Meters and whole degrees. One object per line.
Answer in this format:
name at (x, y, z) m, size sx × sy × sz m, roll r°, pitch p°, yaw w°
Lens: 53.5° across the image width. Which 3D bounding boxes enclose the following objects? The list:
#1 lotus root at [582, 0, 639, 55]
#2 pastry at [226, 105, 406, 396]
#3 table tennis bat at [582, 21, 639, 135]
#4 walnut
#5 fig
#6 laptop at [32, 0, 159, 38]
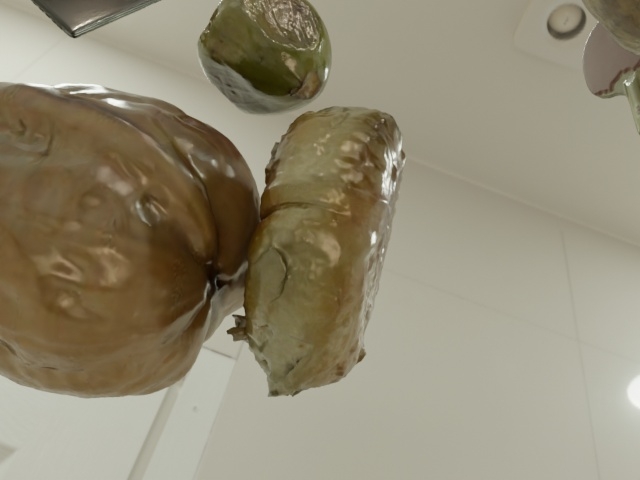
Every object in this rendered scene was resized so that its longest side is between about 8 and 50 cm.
lotus root at (0.268, -0.226, 0.514) m, size 0.213 × 0.139 × 0.138 m, roll 18°, pitch -45°, yaw -26°
pastry at (0.000, -0.002, 0.558) m, size 0.120 × 0.257 × 0.236 m, roll 12°, pitch -79°, yaw 9°
table tennis bat at (0.410, -0.233, 0.843) m, size 0.022 × 0.235 × 0.131 m, roll 18°, pitch -37°, yaw -21°
walnut at (-0.234, -0.012, 0.626) m, size 0.343 × 0.306 × 0.306 m, roll 26°, pitch -46°, yaw 17°
fig at (-0.057, -0.213, 0.721) m, size 0.165 × 0.144 × 0.154 m, roll 32°, pitch -59°, yaw 37°
laptop at (-0.285, -0.325, 0.788) m, size 0.129 × 0.180 × 0.016 m, roll 45°, pitch -41°, yaw -1°
